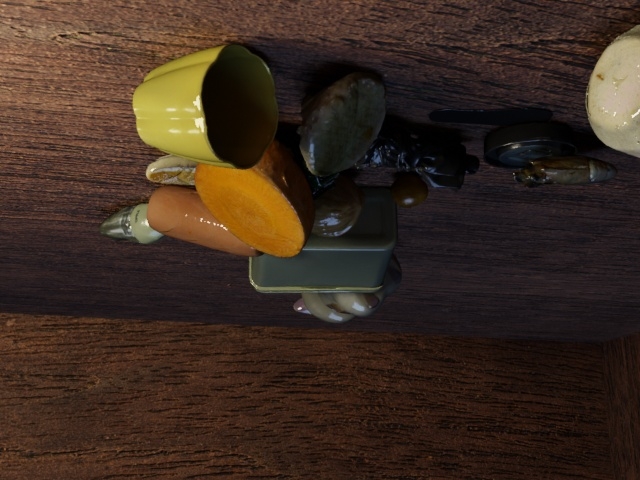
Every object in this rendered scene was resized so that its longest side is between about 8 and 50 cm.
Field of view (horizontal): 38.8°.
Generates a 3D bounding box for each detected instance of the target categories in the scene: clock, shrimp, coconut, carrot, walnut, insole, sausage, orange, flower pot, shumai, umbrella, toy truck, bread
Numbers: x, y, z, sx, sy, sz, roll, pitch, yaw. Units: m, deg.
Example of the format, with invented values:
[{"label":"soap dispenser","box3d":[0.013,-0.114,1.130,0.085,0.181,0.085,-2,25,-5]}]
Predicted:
[{"label":"clock","box3d":[0.412,-0.185,1.794,0.184,0.040,0.184,-1,167,0]},{"label":"shrimp","box3d":[0.467,-0.135,1.804,0.254,0.059,0.145,-4,178,-18]},{"label":"coconut","box3d":[0.537,-0.215,1.393,0.234,0.224,0.224,13,159,-33]},{"label":"carrot","box3d":[-0.122,-0.087,1.770,0.258,0.100,0.307,21,149,29]},{"label":"walnut","box3d":[0.013,-0.078,1.973,0.167,0.149,0.166,-2,-162,1]},{"label":"insole","box3d":[0.317,-0.231,1.700,0.232,0.003,0.080,0,164,-2]},{"label":"sausage","box3d":[-0.234,-0.043,1.997,0.304,0.121,0.121,14,170,23]},{"label":"orange","box3d":[0.196,-0.108,1.997,0.085,0.085,0.085,-1,164,0]},{"label":"flower pot","box3d":[-0.192,-0.212,1.456,0.179,0.195,0.195,5,170,34]},{"label":"shumai","box3d":[0.020,-0.214,1.567,0.120,0.201,0.201,38,-175,30]},{"label":"umbrella","box3d":[0.188,-0.163,1.745,0.272,0.110,0.122,11,-160,-27]},{"label":"toy truck","box3d":[-0.057,-0.123,1.819,0.088,0.121,0.259,-35,-175,-34]},{"label":"bread","box3d":[-0.252,-0.150,1.875,0.214,0.053,0.073,1,150,-21]}]

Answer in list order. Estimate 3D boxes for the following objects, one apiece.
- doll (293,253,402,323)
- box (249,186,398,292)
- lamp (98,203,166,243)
[{"label":"doll","box3d":[0.080,0.123,2.565,0.226,0.215,0.370,34,155,-2]},{"label":"box","box3d":[0.000,0.000,2.207,0.352,0.177,0.344,1,161,-3]},{"label":"lamp","box3d":[-0.432,-0.039,2.177,0.250,0.101,0.101,-5,164,26]}]
